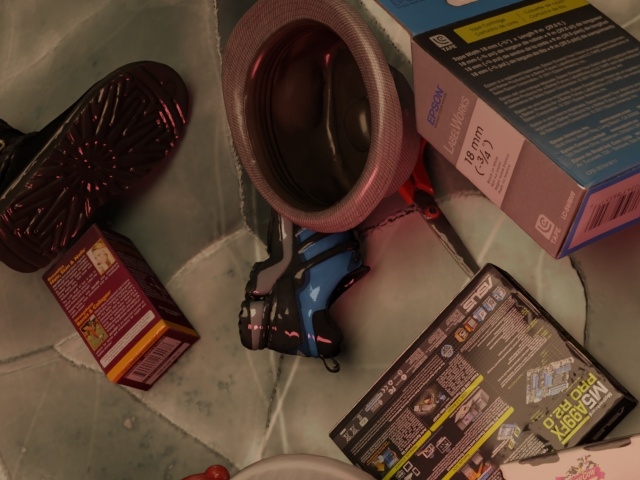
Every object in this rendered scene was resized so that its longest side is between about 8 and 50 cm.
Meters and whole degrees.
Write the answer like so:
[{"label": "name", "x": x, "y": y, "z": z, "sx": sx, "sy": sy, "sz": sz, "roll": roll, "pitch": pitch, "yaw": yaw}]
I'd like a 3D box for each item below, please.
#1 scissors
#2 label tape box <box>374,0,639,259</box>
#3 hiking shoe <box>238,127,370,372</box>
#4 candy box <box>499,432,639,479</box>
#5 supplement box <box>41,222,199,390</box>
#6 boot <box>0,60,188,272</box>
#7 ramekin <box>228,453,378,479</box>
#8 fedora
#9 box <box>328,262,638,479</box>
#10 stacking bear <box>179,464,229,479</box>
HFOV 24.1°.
[{"label": "scissors", "x": 0.110, "y": -0.042, "z": 1.727, "sx": 0.109, "sy": 0.021, "sz": 0.297, "roll": -12, "pitch": 67, "yaw": -15}, {"label": "label tape box", "x": 0.236, "y": -0.153, "z": 1.589, "sx": 0.334, "sy": 0.240, "sz": 0.106, "roll": 46, "pitch": 141, "yaw": 31}, {"label": "hiking shoe", "x": 0.000, "y": 0.000, "z": 1.770, "sx": 0.132, "sy": 0.113, "sz": 0.304, "roll": 16, "pitch": 75, "yaw": 1}, {"label": "candy box", "x": 0.283, "y": 0.317, "z": 1.482, "sx": 0.159, "sy": 0.071, "sz": 0.233, "roll": -14, "pitch": 82, "yaw": 18}, {"label": "supplement box", "x": -0.251, "y": 0.083, "z": 1.877, "sx": 0.104, "sy": 0.081, "sz": 0.188, "roll": -45, "pitch": 59, "yaw": 11}, {"label": "boot", "x": -0.359, "y": -0.125, "z": 1.975, "sx": 0.348, "sy": 0.131, "sz": 0.260, "roll": -44, "pitch": 34, "yaw": -14}, {"label": "ramekin", "x": -0.022, "y": 0.372, "z": 1.565, "sx": 0.273, "sy": 0.127, "sz": 0.273, "roll": 5, "pitch": 109, "yaw": 16}, {"label": "fedora", "x": 0.019, "y": -0.145, "z": 1.671, "sx": 0.244, "sy": 0.124, "sz": 0.275, "roll": -42, "pitch": 65, "yaw": 36}, {"label": "box", "x": 0.170, "y": 0.193, "z": 1.620, "sx": 0.270, "sy": 0.060, "sz": 0.216, "roll": -48, "pitch": 62, "yaw": 8}, {"label": "stacking bear", "x": -0.213, "y": 0.362, "z": 1.735, "sx": 0.289, "sy": 0.164, "sz": 0.175, "roll": -28, "pitch": 64, "yaw": 14}]
